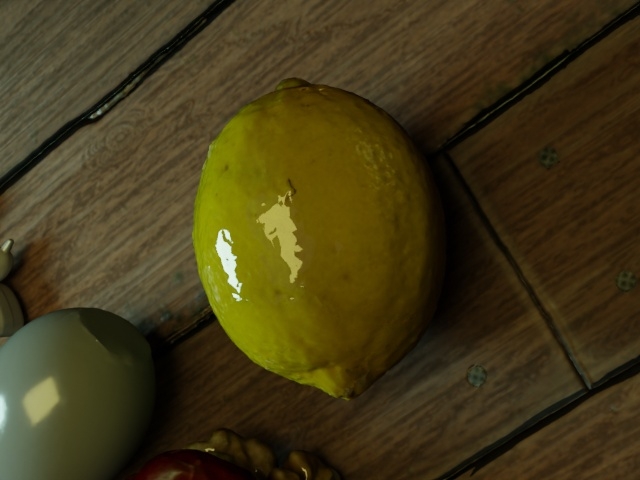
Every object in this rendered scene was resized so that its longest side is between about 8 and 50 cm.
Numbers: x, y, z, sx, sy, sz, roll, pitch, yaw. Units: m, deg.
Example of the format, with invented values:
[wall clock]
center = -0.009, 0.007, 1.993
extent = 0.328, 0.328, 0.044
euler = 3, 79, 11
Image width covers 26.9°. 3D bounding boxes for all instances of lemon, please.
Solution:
[lemon]
center = -0.001, -0.005, 1.203
extent = 0.236, 0.236, 0.263
euler = 17, 95, 27

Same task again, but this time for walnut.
[walnut]
center = -0.079, 0.294, 1.258
extent = 0.269, 0.222, 0.244
euler = 35, 74, 9

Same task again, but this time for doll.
[doll]
center = -0.408, 0.033, 1.512
extent = 0.161, 0.059, 0.160
euler = -4, 88, 28

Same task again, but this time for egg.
[egg]
center = -0.267, 0.179, 1.372
extent = 0.176, 0.176, 0.232
euler = 38, 110, 23
